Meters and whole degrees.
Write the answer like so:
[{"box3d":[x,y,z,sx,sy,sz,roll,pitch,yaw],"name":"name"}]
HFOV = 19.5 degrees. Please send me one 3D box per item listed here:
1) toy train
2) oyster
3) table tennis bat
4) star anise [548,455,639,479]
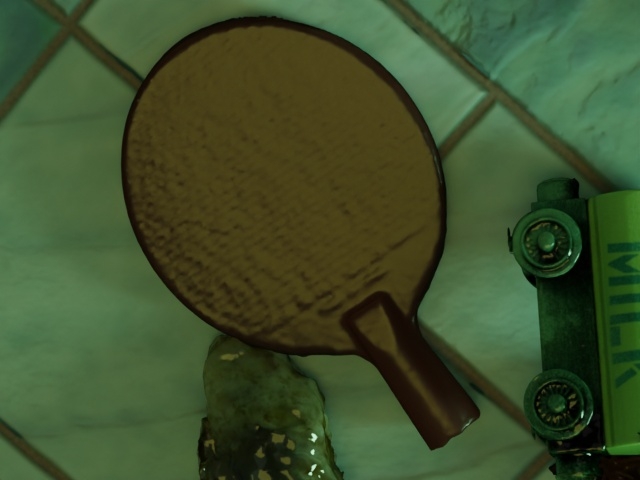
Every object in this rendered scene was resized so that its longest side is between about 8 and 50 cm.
[{"box3d":[0.239,0.070,1.510,0.157,0.105,0.253,-5,75,12],"name":"toy train"},{"box3d":[-0.051,0.260,1.639,0.166,0.110,0.341,13,94,-1],"name":"oyster"},{"box3d":[0.000,0.000,1.587,0.268,0.051,0.415,-34,97,12],"name":"table tennis bat"},{"box3d":[0.295,0.195,1.591,0.144,0.158,0.140,13,122,-29],"name":"star anise"}]
